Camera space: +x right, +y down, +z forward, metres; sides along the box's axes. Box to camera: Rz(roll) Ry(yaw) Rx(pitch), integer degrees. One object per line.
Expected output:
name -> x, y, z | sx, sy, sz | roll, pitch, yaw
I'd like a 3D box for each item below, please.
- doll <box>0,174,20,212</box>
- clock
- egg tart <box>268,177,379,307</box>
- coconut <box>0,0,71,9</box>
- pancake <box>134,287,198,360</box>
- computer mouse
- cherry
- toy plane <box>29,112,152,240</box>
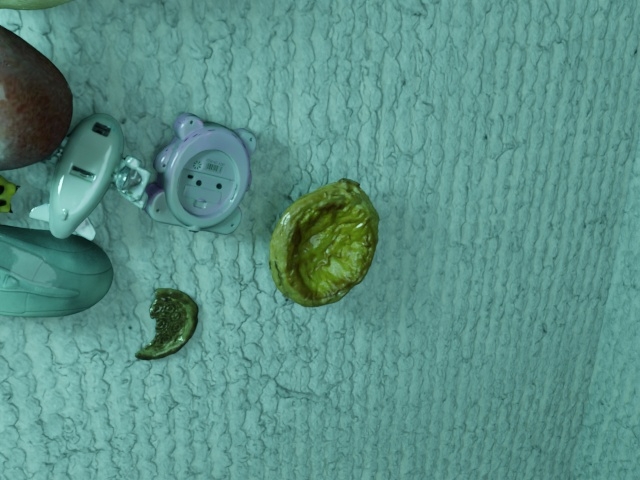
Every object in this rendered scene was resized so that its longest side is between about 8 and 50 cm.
doll -> -0.711, -0.108, 1.253 | 0.291, 0.086, 0.117 | 13, 101, -34
clock -> -0.258, -0.143, 1.509 | 0.228, 0.090, 0.247 | 11, 104, -35
egg tart -> 0.000, 0.004, 1.706 | 0.341, 0.129, 0.341 | -13, 117, -27
coconut -> -0.493, -0.527, 1.040 | 0.360, 0.346, 0.346 | -17, 120, -22
pancake -> -0.377, 0.199, 1.637 | 0.184, 0.020, 0.190 | -26, 123, -17
computer mouse -> -0.601, 0.068, 1.387 | 0.371, 0.122, 0.188 | 15, 103, -31
cherry -> -0.567, -0.246, 1.173 | 0.261, 0.221, 0.307 | -3, 143, -10
toy plane -> -0.472, -0.127, 1.360 | 0.267, 0.122, 0.266 | -2, 99, -13
